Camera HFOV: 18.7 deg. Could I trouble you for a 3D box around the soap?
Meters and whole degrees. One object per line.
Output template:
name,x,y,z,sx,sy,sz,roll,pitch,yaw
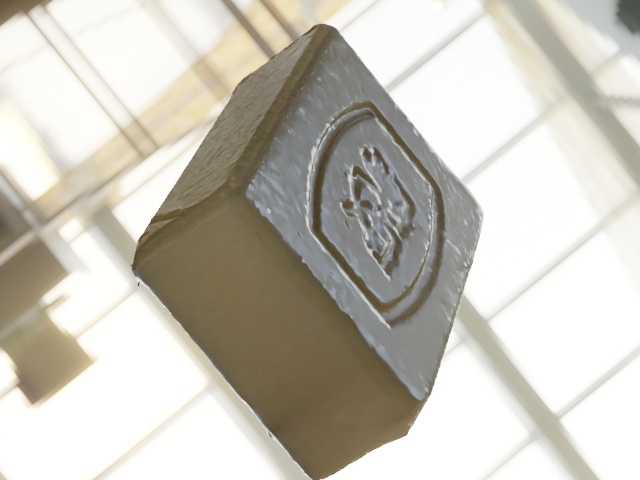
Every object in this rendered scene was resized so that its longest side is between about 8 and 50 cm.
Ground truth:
soap,0.000,0.000,0.798,0.064,0.121,0.183,-32,-164,25
